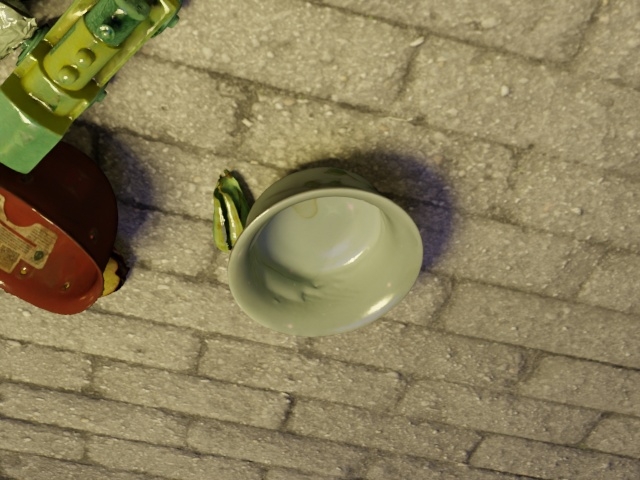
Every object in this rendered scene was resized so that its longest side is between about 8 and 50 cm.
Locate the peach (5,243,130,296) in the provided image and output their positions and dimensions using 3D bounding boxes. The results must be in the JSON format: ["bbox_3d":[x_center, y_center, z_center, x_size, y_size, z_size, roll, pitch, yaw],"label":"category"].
[{"bbox_3d":[-0.522,0.057,1.531,0.279,0.068,0.189,-10,138,10],"label":"peach"}]

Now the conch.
[{"bbox_3d":[-0.171,-0.042,1.392,0.079,0.105,0.170,-5,127,7],"label":"conch"}]

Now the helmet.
[{"bbox_3d":[-0.484,-0.062,1.298,0.337,0.230,0.385,42,141,-21],"label":"helmet"}]

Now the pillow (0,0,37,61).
[{"bbox_3d":[-0.585,-0.315,1.061,0.310,0.138,0.283,-20,141,36],"label":"pillow"}]

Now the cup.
[{"bbox_3d":[0.000,0.000,1.358,0.347,0.163,0.347,-6,131,-7],"label":"cup"}]

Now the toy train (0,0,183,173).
[{"bbox_3d":[-0.349,-0.282,1.101,0.369,0.237,0.150,-35,119,29],"label":"toy train"}]
